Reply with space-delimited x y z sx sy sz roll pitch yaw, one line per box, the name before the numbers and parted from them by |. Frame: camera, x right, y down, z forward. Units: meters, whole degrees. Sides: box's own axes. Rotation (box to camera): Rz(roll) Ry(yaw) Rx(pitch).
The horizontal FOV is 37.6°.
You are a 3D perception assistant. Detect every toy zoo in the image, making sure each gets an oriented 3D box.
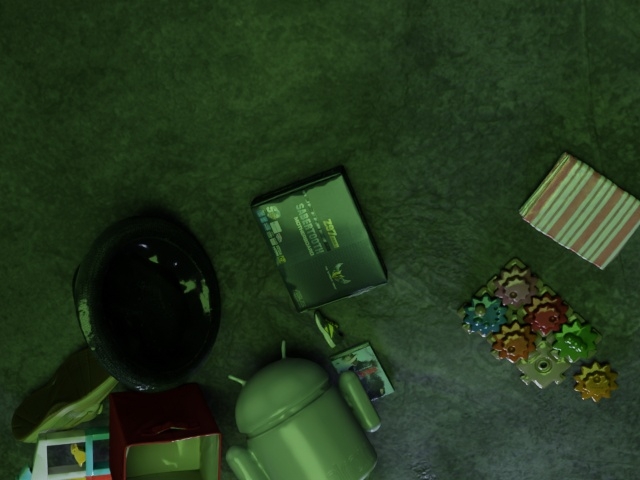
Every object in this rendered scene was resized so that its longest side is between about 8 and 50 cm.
toy zoo | -0.467 0.470 1.911 0.293 0.030 0.193 -3 112 -19

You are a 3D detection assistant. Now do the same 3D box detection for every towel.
towel | 0.473 -0.052 1.683 0.197 0.029 0.144 31 111 -9

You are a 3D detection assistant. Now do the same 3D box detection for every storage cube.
storage cube | -0.306 0.412 1.817 0.183 0.193 0.215 -4 114 -21

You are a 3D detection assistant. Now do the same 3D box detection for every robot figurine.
robot figurine | -0.028 0.371 1.780 0.299 0.200 0.354 -32 89 -21

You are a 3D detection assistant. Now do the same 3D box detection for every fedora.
fedora | -0.342 0.115 1.738 0.152 0.334 0.334 2 116 43

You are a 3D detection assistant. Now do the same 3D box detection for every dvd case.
dvd case | 0.082 0.262 1.847 0.087 0.013 0.120 -23 106 14

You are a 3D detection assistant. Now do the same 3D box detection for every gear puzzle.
gear puzzle | 0.426 0.199 1.772 0.339 0.044 0.175 41 109 -10

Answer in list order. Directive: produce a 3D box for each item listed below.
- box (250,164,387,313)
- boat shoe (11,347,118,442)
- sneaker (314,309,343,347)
box | 0.000 0.000 1.729 0.183 0.059 0.233 -19 108 11
boat shoe | -0.487 0.313 1.884 0.302 0.109 0.098 -38 141 18
sneaker | 0.016 0.166 1.811 0.035 0.031 0.083 -29 110 1
